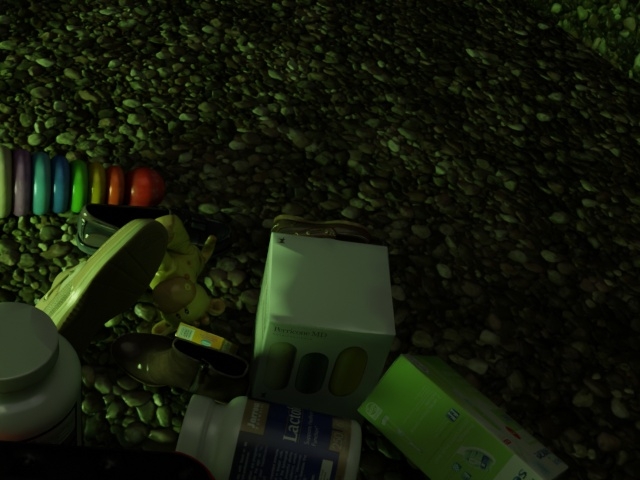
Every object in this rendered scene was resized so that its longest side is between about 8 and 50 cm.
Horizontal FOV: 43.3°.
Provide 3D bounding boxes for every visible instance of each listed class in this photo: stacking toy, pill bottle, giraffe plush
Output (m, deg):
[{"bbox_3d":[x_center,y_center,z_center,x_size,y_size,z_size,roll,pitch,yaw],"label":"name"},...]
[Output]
[{"bbox_3d":[-0.475,-0.113,1.603,0.330,0.141,0.141,0,44,-22],"label":"stacking toy"},{"bbox_3d":[-0.080,0.322,1.225,0.265,0.153,0.153,13,42,-2],"label":"pill bottle"},{"bbox_3d":[-0.267,0.081,1.452,0.210,0.181,0.170,22,40,-48],"label":"giraffe plush"},{"bbox_3d":[-0.418,0.235,1.097,0.182,0.323,0.181,8,42,-7],"label":"pill bottle"}]

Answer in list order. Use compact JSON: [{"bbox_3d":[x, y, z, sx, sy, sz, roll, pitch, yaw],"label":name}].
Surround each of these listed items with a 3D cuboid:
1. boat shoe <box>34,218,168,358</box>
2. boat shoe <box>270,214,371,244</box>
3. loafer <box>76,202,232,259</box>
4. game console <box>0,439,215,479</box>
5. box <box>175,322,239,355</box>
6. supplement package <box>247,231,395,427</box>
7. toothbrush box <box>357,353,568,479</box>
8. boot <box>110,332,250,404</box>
[{"bbox_3d":[-0.394,0.085,1.331,0.110,0.121,0.341,33,76,32],"label":"boat shoe"},{"bbox_3d":[0.000,0.000,1.654,0.207,0.073,0.073,4,44,-1],"label":"boat shoe"},{"bbox_3d":[-0.317,-0.020,1.565,0.303,0.095,0.109,1,44,-14],"label":"loafer"},{"bbox_3d":[-0.292,0.372,0.885,0.387,0.060,0.342,9,38,-19],"label":"game console"},{"bbox_3d":[-0.191,0.175,1.386,0.081,0.136,0.028,18,77,11],"label":"box"},{"bbox_3d":[-0.006,0.156,1.340,0.199,0.262,0.198,7,43,-7],"label":"supplement package"},{"bbox_3d":[0.228,0.314,1.275,0.283,0.122,0.206,41,10,25],"label":"toothbrush box"},{"bbox_3d":[-0.226,0.183,1.286,0.248,0.207,0.090,21,65,3],"label":"boot"}]
